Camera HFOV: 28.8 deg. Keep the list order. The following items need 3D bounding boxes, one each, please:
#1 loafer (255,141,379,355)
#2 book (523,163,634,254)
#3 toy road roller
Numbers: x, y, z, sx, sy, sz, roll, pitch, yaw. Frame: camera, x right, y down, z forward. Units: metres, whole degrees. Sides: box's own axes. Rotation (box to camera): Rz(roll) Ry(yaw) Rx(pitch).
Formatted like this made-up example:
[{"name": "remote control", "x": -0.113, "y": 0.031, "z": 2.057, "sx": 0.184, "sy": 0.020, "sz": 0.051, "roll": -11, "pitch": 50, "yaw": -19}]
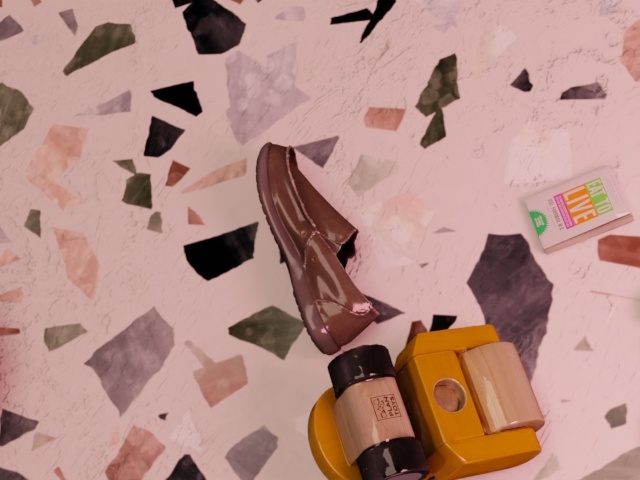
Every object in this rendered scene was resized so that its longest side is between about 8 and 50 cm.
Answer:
[{"name": "loafer", "x": 0.000, "y": 0.000, "z": 2.011, "sx": 0.130, "sy": 0.134, "sz": 0.366, "roll": -22, "pitch": 76, "yaw": 6}, {"name": "book", "x": 0.401, "y": -0.049, "z": 1.937, "sx": 0.144, "sy": 0.035, "sz": 0.096, "roll": -23, "pitch": 62, "yaw": 11}, {"name": "toy road roller", "x": 0.139, "y": 0.273, "z": 1.846, "sx": 0.329, "sy": 0.240, "sz": 0.203, "roll": -7, "pitch": 63, "yaw": -24}]
